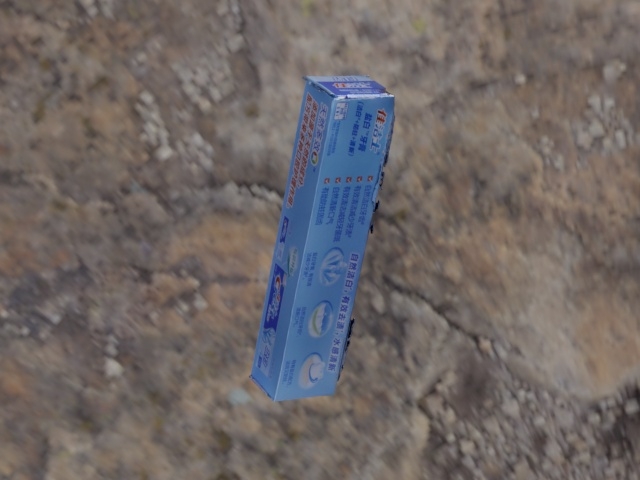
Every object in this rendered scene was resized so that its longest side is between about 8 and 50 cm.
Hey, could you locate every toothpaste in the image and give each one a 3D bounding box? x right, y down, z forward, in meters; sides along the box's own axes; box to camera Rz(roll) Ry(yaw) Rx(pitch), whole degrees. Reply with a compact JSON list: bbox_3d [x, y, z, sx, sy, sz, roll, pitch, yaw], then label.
[{"bbox_3d":[0.000,0.000,1.411,0.053,0.066,0.272,42,128,50],"label":"toothpaste"}]
